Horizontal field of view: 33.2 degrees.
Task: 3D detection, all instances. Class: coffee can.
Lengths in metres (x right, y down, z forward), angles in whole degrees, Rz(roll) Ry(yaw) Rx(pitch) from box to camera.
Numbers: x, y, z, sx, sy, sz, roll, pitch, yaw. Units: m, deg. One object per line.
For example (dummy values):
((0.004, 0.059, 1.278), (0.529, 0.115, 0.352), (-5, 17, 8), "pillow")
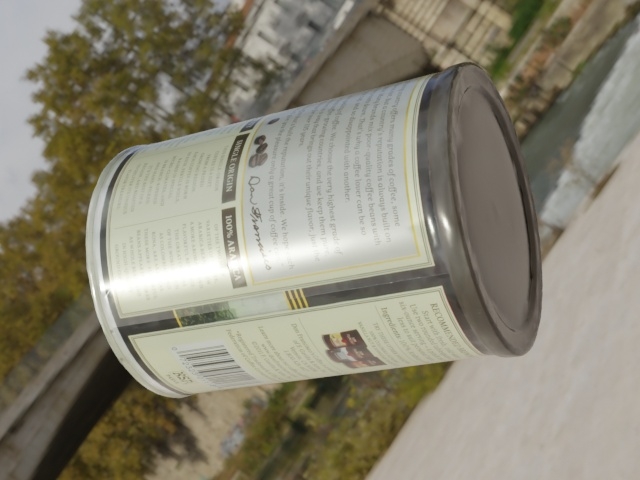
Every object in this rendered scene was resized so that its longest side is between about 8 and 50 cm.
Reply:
((0.000, 0.000, 0.782), (0.275, 0.202, 0.201), (-10, 21, 24), "coffee can")
